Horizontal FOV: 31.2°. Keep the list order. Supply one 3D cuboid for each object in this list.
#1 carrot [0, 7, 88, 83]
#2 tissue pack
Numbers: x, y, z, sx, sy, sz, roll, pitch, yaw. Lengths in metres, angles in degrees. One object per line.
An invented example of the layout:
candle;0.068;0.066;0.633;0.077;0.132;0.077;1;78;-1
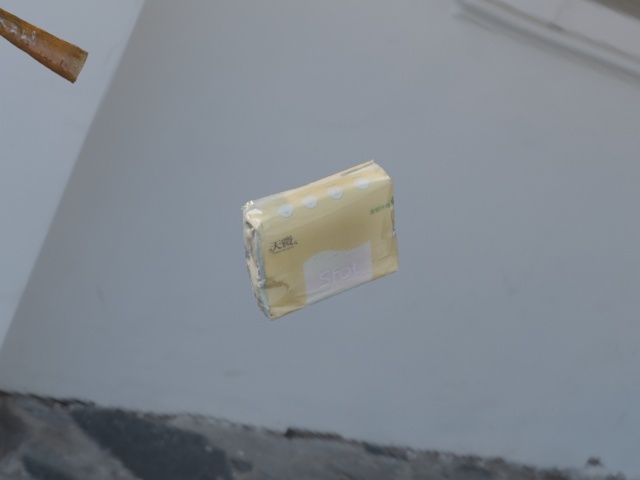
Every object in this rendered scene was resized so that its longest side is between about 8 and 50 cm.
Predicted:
carrot;-0.484;-0.335;1.881;0.209;0.061;0.061;29;19;-20
tissue pack;0.000;0.000;1.627;0.222;0.186;0.090;-21;41;-20
